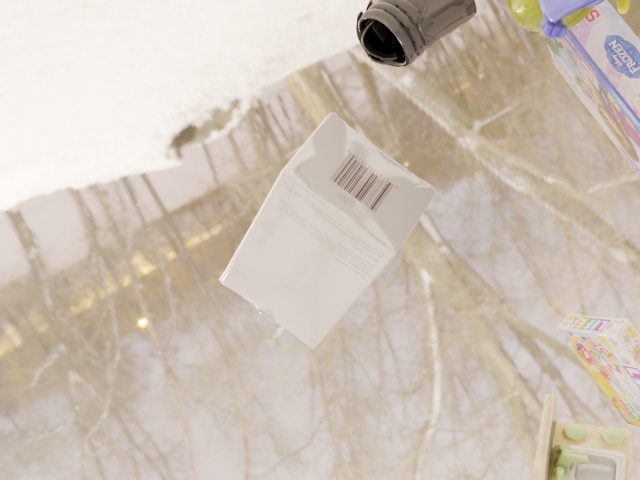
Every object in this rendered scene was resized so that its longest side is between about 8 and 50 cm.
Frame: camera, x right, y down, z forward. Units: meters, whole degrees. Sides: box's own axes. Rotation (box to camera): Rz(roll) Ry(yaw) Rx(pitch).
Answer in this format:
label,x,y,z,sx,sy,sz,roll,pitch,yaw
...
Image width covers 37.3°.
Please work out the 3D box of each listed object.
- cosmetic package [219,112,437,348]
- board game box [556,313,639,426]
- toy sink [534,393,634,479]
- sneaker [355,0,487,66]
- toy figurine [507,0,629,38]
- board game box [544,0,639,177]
label,x,y,z,sx,sy,sz,roll,pitch,yaw
cosmetic package,0.000,0.000,1.549,0.156,0.217,0.385,-53,-179,-33
board game box,0.343,0.149,1.055,0.026,0.154,0.103,-43,-166,-17
toy sink,0.392,0.364,1.407,0.131,0.234,0.153,3,-144,18
sneaker,0.093,-0.322,1.319,0.147,0.105,0.295,-37,-153,-9
toy figurine,0.247,-0.294,0.917,0.217,0.191,0.362,-39,-168,-34
board game box,0.412,-0.210,1.312,0.066,0.319,0.318,-34,155,11
